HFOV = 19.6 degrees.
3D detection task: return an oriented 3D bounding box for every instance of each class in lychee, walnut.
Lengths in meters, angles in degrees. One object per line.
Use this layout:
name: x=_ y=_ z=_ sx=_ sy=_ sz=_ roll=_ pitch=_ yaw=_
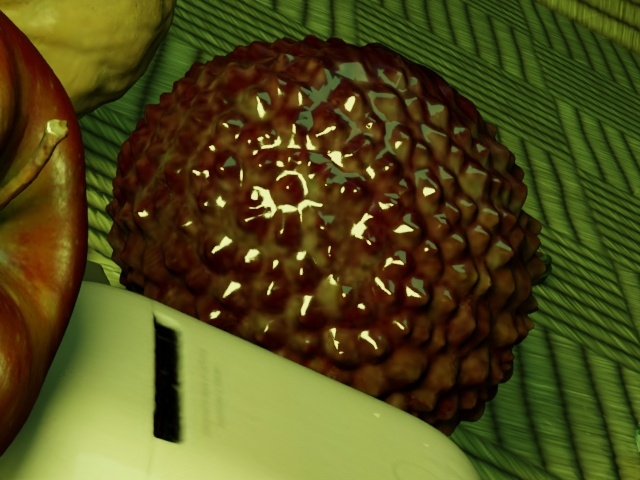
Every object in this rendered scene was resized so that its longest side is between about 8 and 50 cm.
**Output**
lychee: x=0.000 y=0.000 z=1.331 sx=0.306 sy=0.306 sz=0.330 roll=5 pitch=53 yaw=-50
walnut: x=-0.267 y=-0.231 z=1.527 sx=0.306 sy=0.306 sz=0.344 roll=27 pitch=13 yaw=-9

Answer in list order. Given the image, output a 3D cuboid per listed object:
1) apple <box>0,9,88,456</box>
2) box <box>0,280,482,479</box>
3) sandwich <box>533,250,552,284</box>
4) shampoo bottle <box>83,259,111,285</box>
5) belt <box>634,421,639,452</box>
apple: x=-0.265 y=0.004 z=0.887 sx=0.317 sy=0.288 sz=0.288 roll=-7 pitch=17 yaw=9
box: x=-0.047 y=0.161 z=1.063 sx=0.349 sy=0.141 sz=0.288 roll=24 pitch=21 yaw=-15
sandwich: x=0.199 y=0.016 z=1.952 sx=0.135 sy=0.029 sz=0.067 roll=16 pitch=24 yaw=-35
shampoo bottle: x=-0.223 y=0.042 z=1.203 sx=0.246 sy=0.080 sz=0.079 roll=18 pitch=23 yaw=-32
belt: x=0.336 y=0.204 z=1.617 sx=0.151 sy=0.079 sz=0.121 roll=44 pitch=11 yaw=8
